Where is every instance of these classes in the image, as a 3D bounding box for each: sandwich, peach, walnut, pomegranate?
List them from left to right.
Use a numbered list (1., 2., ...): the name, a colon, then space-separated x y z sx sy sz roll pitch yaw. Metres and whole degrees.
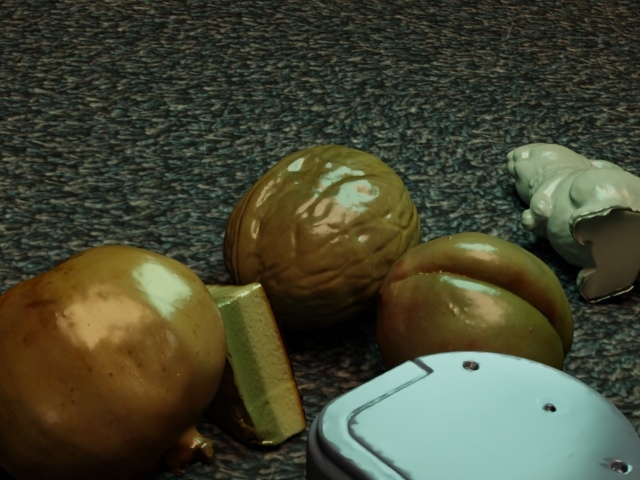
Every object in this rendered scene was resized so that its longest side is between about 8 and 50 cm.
1. pomegranate: -0.263 0.174 1.734 0.338 0.338 0.338 7 35 -5
2. sandwich: -0.133 0.176 1.929 0.108 0.220 0.186 -26 12 -37
3. walnut: -0.001 -0.002 2.084 0.313 0.252 0.277 -31 52 -32
4. peach: 0.215 0.127 1.971 0.292 0.247 0.292 5 57 -8

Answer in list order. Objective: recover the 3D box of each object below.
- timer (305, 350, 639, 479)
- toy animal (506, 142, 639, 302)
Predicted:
1. timer: 0.202 0.287 1.593 0.395 0.173 0.395 2 31 -1
2. toy animal: 0.458 -0.065 2.373 0.258 0.194 0.357 -6 29 -7
